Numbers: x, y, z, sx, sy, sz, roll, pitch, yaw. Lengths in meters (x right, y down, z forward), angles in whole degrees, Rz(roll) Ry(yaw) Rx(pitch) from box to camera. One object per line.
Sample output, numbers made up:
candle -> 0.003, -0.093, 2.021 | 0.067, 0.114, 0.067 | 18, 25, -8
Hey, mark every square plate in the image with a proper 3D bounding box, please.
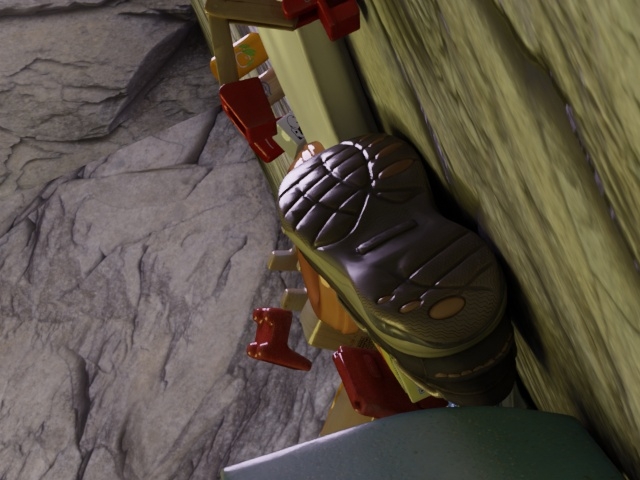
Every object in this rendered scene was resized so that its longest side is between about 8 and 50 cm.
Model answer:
square plate -> -0.004, -0.165, 1.564 | 0.344, 0.049, 0.347 | -120, 7, -62

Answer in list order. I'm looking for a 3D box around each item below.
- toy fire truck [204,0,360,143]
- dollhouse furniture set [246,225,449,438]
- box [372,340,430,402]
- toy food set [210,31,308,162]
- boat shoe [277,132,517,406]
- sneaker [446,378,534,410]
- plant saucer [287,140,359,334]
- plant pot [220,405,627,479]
toy fire truck -> -0.042, -0.190, 1.236 | 0.047, 0.135, 0.192 | 84, 161, -79
dollhouse furniture set -> 0.033, 0.160, 1.712 | 0.374, 0.152, 0.201 | -112, 41, -55
box -> 0.089, 0.078, 1.515 | 0.232, 0.087, 0.058 | -126, 12, -69
toy food set -> -0.024, -0.148, 1.871 | 0.232, 0.104, 0.111 | 47, 158, 14
boat shoe -> 0.058, 0.027, 1.256 | 0.355, 0.132, 0.130 | -118, 5, -60
sneaker -> 0.133, 0.142, 1.308 | 0.080, 0.081, 0.211 | 67, 178, -48
plant saucer -> 0.000, 0.000, 1.557 | 0.200, 0.037, 0.200 | 168, 90, -83
plant pot -> 0.108, 0.255, 1.037 | 0.248, 0.252, 0.247 | -121, 8, -66
